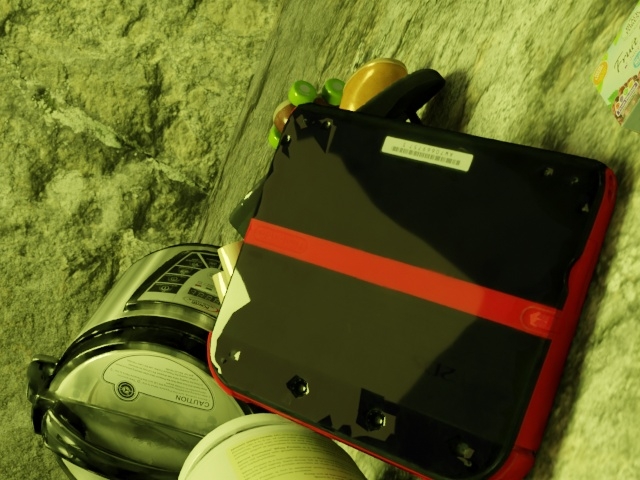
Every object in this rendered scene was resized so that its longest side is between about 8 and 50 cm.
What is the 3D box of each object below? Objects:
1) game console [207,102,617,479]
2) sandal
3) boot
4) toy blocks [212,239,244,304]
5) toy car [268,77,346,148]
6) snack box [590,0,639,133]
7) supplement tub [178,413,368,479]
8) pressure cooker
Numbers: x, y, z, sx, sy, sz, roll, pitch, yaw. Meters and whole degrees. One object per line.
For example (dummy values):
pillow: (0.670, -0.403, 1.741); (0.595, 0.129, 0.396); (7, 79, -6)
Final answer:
game console: (0.073, 0.047, 0.953); (0.386, 0.060, 0.342); (17, 84, 33)
sandal: (0.050, -0.101, 1.256); (0.446, 0.107, 0.167); (-40, -5, -42)
boot: (0.070, -0.135, 1.509); (0.295, 0.104, 0.211); (122, 154, -55)
toy blocks: (0.036, 0.110, 1.211); (0.288, 0.309, 0.260); (125, 126, -77)
toy car: (0.003, -0.193, 1.796); (0.188, 0.149, 0.155); (64, 146, 26)
snack box: (0.308, -0.178, 0.835); (0.100, 0.037, 0.141); (-93, 26, -55)
supplement tub: (-0.031, 0.343, 0.999); (0.235, 0.235, 0.325); (-70, 22, 7)
pressure cooker: (-0.224, 0.242, 1.470); (0.370, 0.375, 0.420); (-24, 19, 21)
